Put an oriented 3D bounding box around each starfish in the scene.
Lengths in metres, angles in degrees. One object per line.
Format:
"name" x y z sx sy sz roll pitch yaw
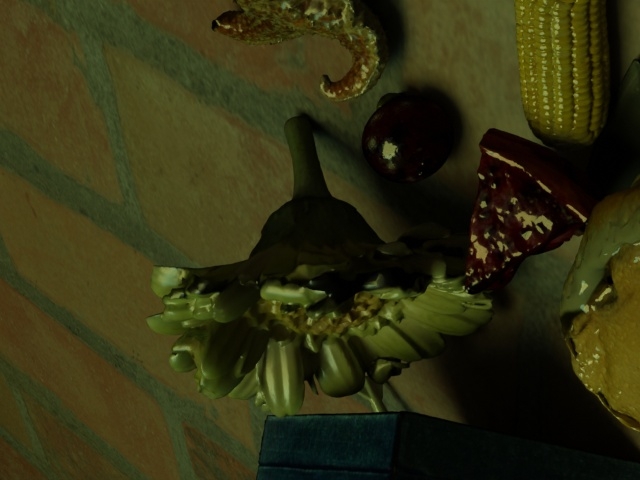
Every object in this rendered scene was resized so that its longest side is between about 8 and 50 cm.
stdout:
"starfish" -0.071 -0.239 1.087 0.303 0.113 0.312 28 159 32

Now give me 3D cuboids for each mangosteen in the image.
"mangosteen" 0.072 -0.089 1.115 0.081 0.081 0.081 36 148 27

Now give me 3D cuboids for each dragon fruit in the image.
"dragon fruit" 0.173 -0.007 0.996 0.092 0.122 0.192 7 174 16

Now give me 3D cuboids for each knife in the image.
"knife" 0.241 -0.092 0.927 0.072 0.019 0.245 44 152 17

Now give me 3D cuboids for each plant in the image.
"plant" 0.022 0.016 1.165 0.306 0.297 0.261 24 163 -35

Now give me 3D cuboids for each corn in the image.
"corn" 0.170 -0.151 0.912 0.067 0.067 0.206 27 141 39

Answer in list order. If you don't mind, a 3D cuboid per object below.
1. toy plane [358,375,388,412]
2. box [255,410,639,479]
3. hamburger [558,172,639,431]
"toy plane" 0.105 0.264 1.455 0.286 0.108 0.092 64 153 4
"box" 0.117 0.236 1.232 0.279 0.116 0.261 16 164 -26
"hamburger" 0.304 0.070 0.870 0.319 0.158 0.318 35 148 27
